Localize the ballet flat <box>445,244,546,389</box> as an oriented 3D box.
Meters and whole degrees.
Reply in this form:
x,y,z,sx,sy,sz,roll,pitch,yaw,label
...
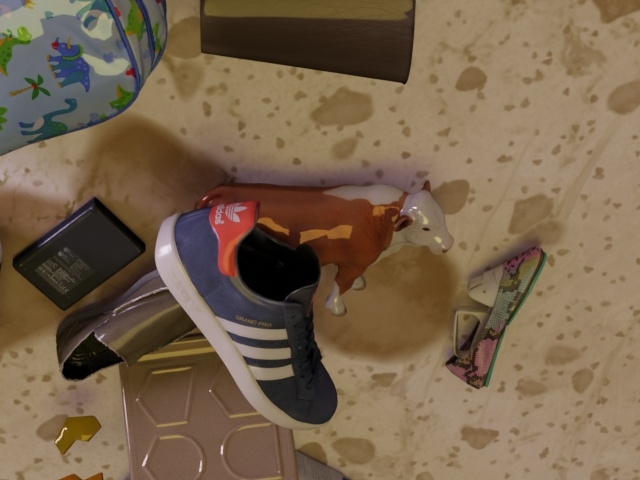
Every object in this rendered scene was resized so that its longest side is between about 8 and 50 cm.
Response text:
x,y,z,sx,sy,sz,roll,pitch,yaw,label
0.216,0.094,2.017,0.079,0.077,0.221,22,120,1,ballet flat

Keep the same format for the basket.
x,y,z,sx,sy,sz,roll,pitch,yaw,label
-0.018,-0.265,1.696,0.227,0.154,0.204,-1,122,-3,basket

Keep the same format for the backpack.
x,y,z,sx,sy,sz,roll,pitch,yaw,label
-0.333,-0.220,1.639,0.356,0.273,0.290,-21,117,-10,backpack

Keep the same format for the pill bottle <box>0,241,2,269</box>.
x,y,z,sx,sy,sz,roll,pitch,yaw,label
-0.448,0.088,1.880,0.119,0.119,0.208,5,122,-12,pill bottle

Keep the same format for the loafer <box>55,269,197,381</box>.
x,y,z,sx,sy,sz,roll,pitch,yaw,label
-0.225,0.113,1.918,0.251,0.087,0.094,-27,123,28,loafer

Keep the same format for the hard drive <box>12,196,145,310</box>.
x,y,z,sx,sy,sz,roll,pitch,yaw,label
-0.295,0.018,1.914,0.135,0.022,0.094,-35,121,15,hard drive

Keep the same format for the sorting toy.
x,y,z,sx,sy,sz,roll,pitch,yaw,label
-0.191,0.242,2.006,0.307,0.041,0.229,-7,81,-4,sorting toy

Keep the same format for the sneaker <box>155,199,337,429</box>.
x,y,z,sx,sy,sz,roll,pitch,yaw,label
-0.043,0.090,1.821,0.148,0.131,0.350,-20,130,22,sneaker

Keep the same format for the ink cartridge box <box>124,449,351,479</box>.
x,y,z,sx,sy,sz,roll,pitch,yaw,label
-0.133,0.411,2.172,0.330,0.071,0.324,31,114,-23,ink cartridge box

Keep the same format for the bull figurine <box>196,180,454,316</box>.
x,y,z,sx,sy,sz,roll,pitch,yaw,label
0.000,0.000,1.897,0.310,0.101,0.188,7,129,-7,bull figurine
